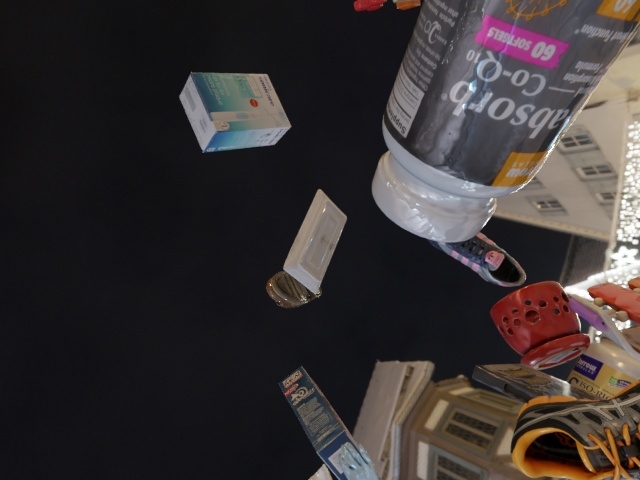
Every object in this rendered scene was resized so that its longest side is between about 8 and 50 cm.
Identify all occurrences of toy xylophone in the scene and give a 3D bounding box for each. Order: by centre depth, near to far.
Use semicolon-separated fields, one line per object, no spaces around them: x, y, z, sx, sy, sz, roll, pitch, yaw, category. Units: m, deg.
0.507;0.071;0.567;0.323;0.236;0.081;-20;-89;6;toy xylophone

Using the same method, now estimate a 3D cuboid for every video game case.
0.479;0.315;0.853;0.275;0.248;0.035;17;-88;-46;video game case

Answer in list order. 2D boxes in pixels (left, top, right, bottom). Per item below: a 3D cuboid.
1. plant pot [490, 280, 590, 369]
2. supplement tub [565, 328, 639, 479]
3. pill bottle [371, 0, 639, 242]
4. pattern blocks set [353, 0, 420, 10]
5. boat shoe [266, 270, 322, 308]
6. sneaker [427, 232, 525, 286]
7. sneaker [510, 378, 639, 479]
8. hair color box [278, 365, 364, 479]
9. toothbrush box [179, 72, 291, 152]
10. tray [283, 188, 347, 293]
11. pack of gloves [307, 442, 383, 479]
0.559;0.222;1.081;0.191;0.191;0.174;17;-136;-36;plant pot
0.753;0.411;1.073;0.241;0.241;0.331;28;-90;-34;supplement tub
0.150;-0.139;0.382;0.162;0.162;0.278;-23;-34;-35;pill bottle
0.276;-0.624;1.033;0.325;0.286;0.026;-19;-75;-27;pattern blocks set
-0.095;0.168;1.318;0.110;0.105;0.307;66;-164;18;boat shoe
0.425;0.021;1.153;0.319;0.131;0.112;30;-90;-15;sneaker
0.273;0.180;0.381;0.083;0.215;0.084;-14;-107;-45;sneaker
0.000;0.576;1.367;0.105;0.347;0.173;-36;-63;-11;hair color box
-0.279;-0.428;1.411;0.296;0.126;0.216;-17;-100;-41;toothbrush box
0.000;0.000;1.192;0.145;0.030;0.270;43;-122;-36;tray
0.070;0.557;0.873;0.046;0.232;0.195;14;-63;-50;pack of gloves
